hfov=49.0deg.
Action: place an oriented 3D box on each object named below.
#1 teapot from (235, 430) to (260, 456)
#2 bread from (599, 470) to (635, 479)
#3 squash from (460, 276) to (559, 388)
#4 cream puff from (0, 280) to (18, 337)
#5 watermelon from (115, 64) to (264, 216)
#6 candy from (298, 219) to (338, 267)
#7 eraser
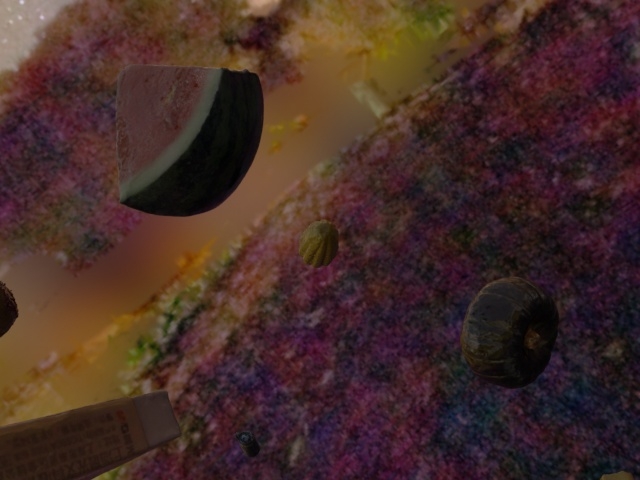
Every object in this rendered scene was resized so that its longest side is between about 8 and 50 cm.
[{"bbox_3d":[-0.210,0.584,2.032,0.049,0.083,0.063,-28,41,-13],"label":"teapot"},{"bbox_3d":[0.439,0.430,1.067,0.049,0.226,0.088,-8,51,2],"label":"bread"},{"bbox_3d":[0.425,0.205,1.582,0.165,0.252,0.252,15,51,40],"label":"squash"},{"bbox_3d":[-0.458,0.082,0.882,0.148,0.085,0.149,-24,-25,-12],"label":"cream puff"},{"bbox_3d":[-0.255,-0.199,1.233,0.250,0.292,0.283,-81,16,-67],"label":"watermelon"},{"bbox_3d":[0.000,0.000,1.645,0.199,0.094,0.106,109,166,-76],"label":"candy"},{"bbox_3d":[-0.316,0.244,0.771,0.144,0.078,0.343,-30,-14,24],"label":"eraser"}]
